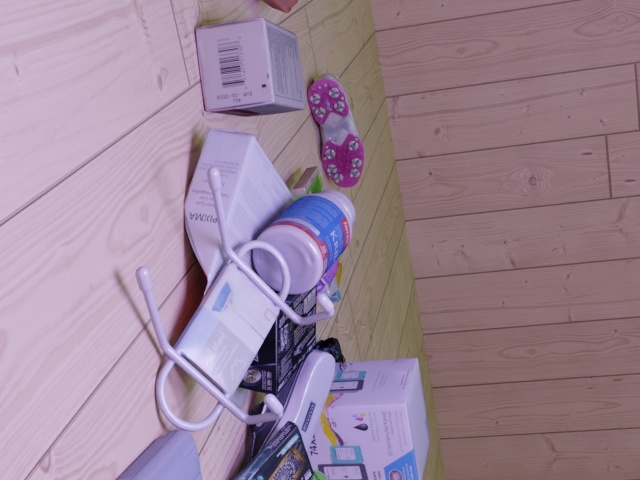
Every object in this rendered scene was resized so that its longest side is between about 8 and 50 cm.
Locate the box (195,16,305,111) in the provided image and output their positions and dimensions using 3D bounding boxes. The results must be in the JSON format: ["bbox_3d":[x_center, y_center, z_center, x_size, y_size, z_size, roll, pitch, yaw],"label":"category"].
[{"bbox_3d":[-0.121,-0.305,1.754,0.232,0.127,0.148,-19,102,-77],"label":"box"}]

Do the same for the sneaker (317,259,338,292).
[{"bbox_3d":[-0.033,0.051,1.928,0.282,0.102,0.161,-41,127,-53],"label":"sneaker"}]

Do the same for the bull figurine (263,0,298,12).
[{"bbox_3d":[-0.120,-0.562,1.929,0.310,0.101,0.188,32,51,-73],"label":"bull figurine"}]

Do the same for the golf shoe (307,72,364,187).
[{"bbox_3d":[0.050,-0.288,2.513,0.140,0.115,0.306,-79,160,-60],"label":"golf shoe"}]

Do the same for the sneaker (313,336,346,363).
[{"bbox_3d":[0.015,0.304,2.186,0.217,0.079,0.121,-91,165,-56],"label":"sneaker"}]

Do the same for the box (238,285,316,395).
[{"bbox_3d":[-0.073,0.150,1.649,0.180,0.078,0.147,-47,142,-59],"label":"box"}]

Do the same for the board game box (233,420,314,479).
[{"bbox_3d":[-0.087,0.404,1.610,0.186,0.026,0.126,-43,132,-36],"label":"board game box"}]

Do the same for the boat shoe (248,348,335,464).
[{"bbox_3d":[-0.077,0.323,1.716,0.108,0.102,0.301,47,60,-52],"label":"boat shoe"}]

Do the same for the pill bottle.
[{"bbox_3d":[-0.018,-0.008,1.666,0.221,0.124,0.124,-49,133,-57],"label":"pill bottle"}]

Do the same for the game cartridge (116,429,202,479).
[{"bbox_3d":[-0.195,0.423,1.279,0.198,0.062,0.297,-53,136,-77],"label":"game cartridge"}]

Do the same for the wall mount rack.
[{"bbox_3d":[-0.135,0.086,1.401,0.304,0.130,0.350,47,48,-21],"label":"wall mount rack"}]

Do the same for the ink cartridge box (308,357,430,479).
[{"bbox_3d":[0.059,0.363,1.902,0.197,0.270,0.198,-59,141,-67],"label":"ink cartridge box"}]

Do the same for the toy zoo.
[{"bbox_3d":[0.000,0.000,2.148,0.192,0.030,0.293,-64,143,-69],"label":"toy zoo"}]

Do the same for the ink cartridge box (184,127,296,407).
[{"bbox_3d":[-0.153,0.054,1.632,0.308,0.091,0.385,58,46,-63],"label":"ink cartridge box"}]
